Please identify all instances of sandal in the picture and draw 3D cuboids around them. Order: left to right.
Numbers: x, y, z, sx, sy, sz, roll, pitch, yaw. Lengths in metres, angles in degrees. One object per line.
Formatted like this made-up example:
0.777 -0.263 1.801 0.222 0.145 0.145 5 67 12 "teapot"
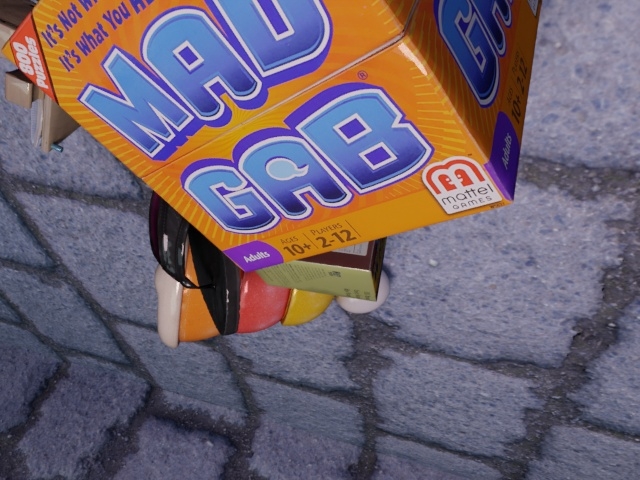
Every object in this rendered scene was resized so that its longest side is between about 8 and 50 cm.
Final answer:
-0.224 -0.063 0.845 0.167 0.106 0.447 -16 88 64 "sandal"

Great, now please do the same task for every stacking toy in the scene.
-0.084 0.062 1.131 0.479 0.351 0.351 7 146 -11 "stacking toy"

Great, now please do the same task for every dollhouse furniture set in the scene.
-0.458 -0.278 0.827 0.198 0.287 0.303 26 133 -5 "dollhouse furniture set"

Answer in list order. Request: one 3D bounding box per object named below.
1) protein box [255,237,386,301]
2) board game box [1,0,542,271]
0.000 0.000 0.886 0.201 0.136 0.200 8 162 11 "protein box"
-0.016 -0.235 0.586 0.356 0.357 0.356 -16 130 40 "board game box"
